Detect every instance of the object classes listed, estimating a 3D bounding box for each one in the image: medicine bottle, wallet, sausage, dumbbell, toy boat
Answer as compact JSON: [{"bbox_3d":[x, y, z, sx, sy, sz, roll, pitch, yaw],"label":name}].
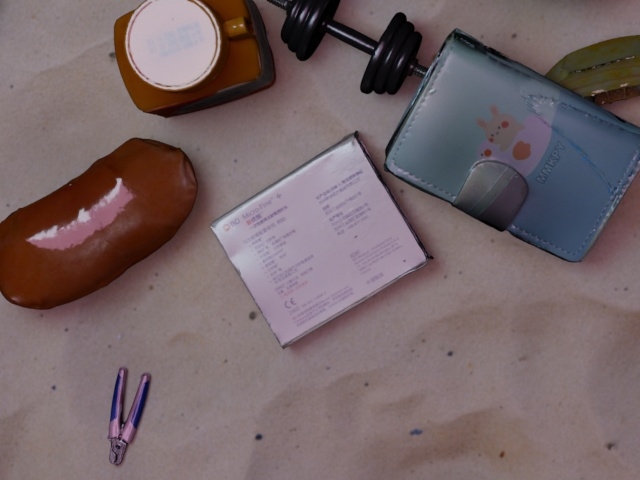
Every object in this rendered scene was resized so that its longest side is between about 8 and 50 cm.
[{"bbox_3d":[-0.138,-0.203,1.738,0.149,0.222,0.112,-16,90,6],"label":"medicine bottle"},{"bbox_3d":[0.209,-0.097,1.746,0.250,0.075,0.176,27,108,-7],"label":"wallet"},{"bbox_3d":[-0.251,-0.016,1.808,0.258,0.133,0.133,-33,88,3],"label":"sausage"},{"bbox_3d":[0.035,-0.222,1.781,0.208,0.099,0.099,27,95,5],"label":"dumbbell"},{"bbox_3d":[0.307,-0.177,1.773,0.172,0.065,0.066,-13,126,10],"label":"toy boat"},{"bbox_3d":[0.000,0.000,1.816,0.201,0.052,0.171,-32,89,7],"label":"medicine bottle"}]

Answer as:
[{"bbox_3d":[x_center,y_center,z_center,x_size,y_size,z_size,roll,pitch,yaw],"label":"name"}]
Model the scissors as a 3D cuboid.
[{"bbox_3d":[-0.226,0.203,1.868,0.039,0.012,0.113,14,94,6],"label":"scissors"}]
